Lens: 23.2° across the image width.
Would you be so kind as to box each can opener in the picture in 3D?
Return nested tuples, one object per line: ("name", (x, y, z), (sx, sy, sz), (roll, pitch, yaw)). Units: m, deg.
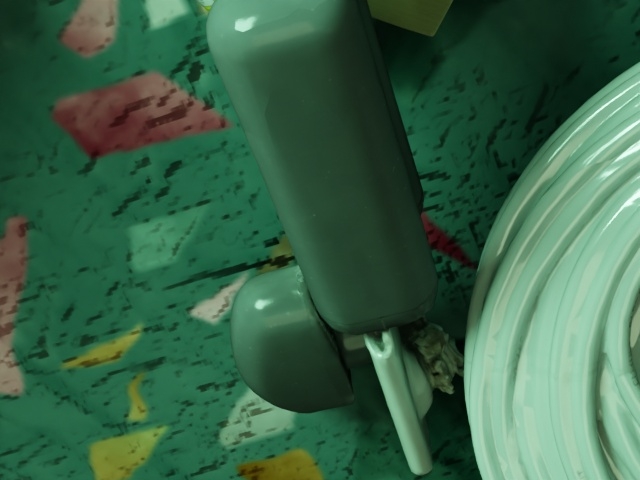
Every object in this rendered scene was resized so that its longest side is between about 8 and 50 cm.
("can opener", (0.000, 0.000, 0.553), (0.093, 0.074, 0.280), (-11, 144, 2))

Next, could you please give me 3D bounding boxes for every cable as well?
("cable", (0.184, 0.039, 0.577), (0.257, 0.089, 0.257), (0, 107, 13))

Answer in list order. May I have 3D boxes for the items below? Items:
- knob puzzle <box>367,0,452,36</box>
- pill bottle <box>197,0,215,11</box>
("knob puzzle", (-0.014, -0.176, 0.481), (0.213, 0.030, 0.213), (-4, 116, -8))
("pill bottle", (-0.042, -0.111, 0.535), (0.043, 0.043, 0.083), (-36, 119, 24))
